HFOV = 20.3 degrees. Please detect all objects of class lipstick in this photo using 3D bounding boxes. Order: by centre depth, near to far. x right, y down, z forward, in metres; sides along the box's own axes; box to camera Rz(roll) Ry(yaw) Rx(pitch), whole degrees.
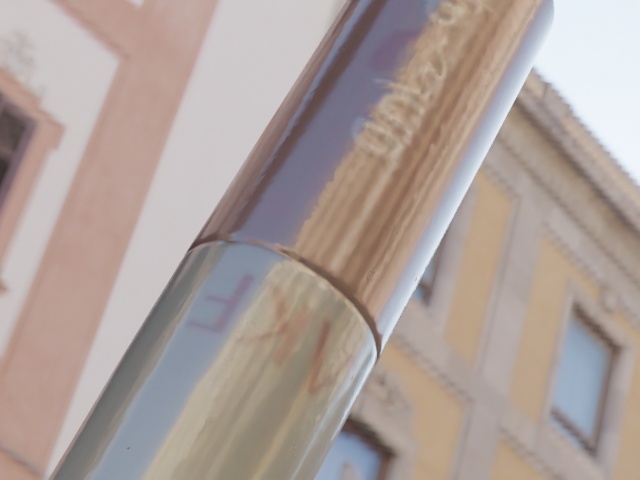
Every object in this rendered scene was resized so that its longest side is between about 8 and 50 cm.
[{"bbox_3d":[0.000,0.000,0.580,0.070,0.254,0.070,20,-34,14],"label":"lipstick"}]
